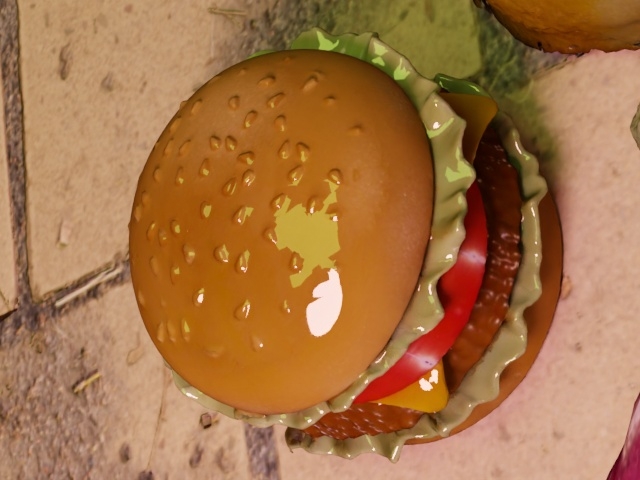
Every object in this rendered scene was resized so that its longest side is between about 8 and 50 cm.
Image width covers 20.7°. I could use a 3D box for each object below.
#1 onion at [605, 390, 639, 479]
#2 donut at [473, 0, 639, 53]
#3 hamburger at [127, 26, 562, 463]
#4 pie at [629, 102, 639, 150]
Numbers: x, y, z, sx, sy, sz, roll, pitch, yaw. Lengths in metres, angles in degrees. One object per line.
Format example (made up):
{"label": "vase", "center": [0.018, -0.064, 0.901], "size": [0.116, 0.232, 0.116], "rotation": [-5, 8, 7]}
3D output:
{"label": "onion", "center": [0.294, 0.088, 0.745], "size": [0.398, 0.398, 0.420], "rotation": [-43, 29, 24]}
{"label": "donut", "center": [0.180, -0.242, 1.112], "size": [0.272, 0.107, 0.272], "rotation": [-14, 68, 37]}
{"label": "hamburger", "center": [0.000, 0.000, 1.115], "size": [0.274, 0.212, 0.274], "rotation": [-16, 66, 38]}
{"label": "pie", "center": [0.291, -0.107, 0.875], "size": [0.302, 0.302, 0.067], "rotation": [-16, 104, 38]}
